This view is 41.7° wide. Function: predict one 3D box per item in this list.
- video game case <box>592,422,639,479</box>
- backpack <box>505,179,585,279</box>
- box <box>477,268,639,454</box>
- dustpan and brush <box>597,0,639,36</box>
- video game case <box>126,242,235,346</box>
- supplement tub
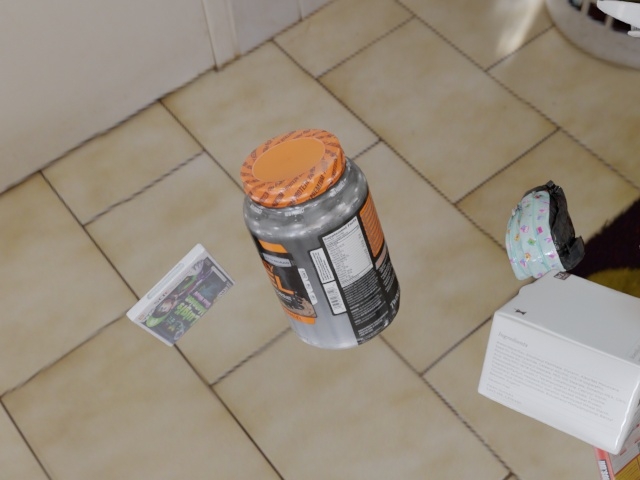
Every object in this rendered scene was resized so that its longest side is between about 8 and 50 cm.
[{"bbox_3d":[0.519,0.382,1.385,0.204,0.025,0.285,-11,86,-48],"label":"video game case"},{"bbox_3d":[0.400,-0.003,1.511,0.115,0.152,0.182,-24,17,28],"label":"backpack"},{"bbox_3d":[0.318,0.138,1.024,0.182,0.119,0.181,21,27,30],"label":"box"},{"bbox_3d":[0.562,-0.345,1.380,0.147,0.060,0.211,12,11,-24],"label":"dustpan and brush"},{"bbox_3d":[-0.243,0.102,1.502,0.173,0.190,0.022,-45,68,-7],"label":"video game case"},{"bbox_3d":[0.000,0.000,1.380,0.207,0.338,0.207,-13,36,10],"label":"supplement tub"}]
